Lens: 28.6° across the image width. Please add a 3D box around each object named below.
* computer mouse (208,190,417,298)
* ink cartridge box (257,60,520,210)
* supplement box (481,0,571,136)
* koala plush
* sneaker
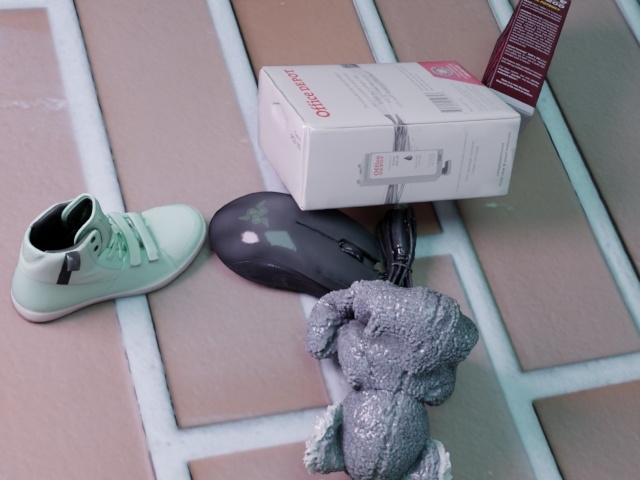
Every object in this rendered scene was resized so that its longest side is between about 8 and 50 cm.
[{"bbox_3d":[0.000,0.000,1.544,0.272,0.072,0.189,13,57,-12],"label":"computer mouse"},{"bbox_3d":[0.079,-0.140,1.593,0.283,0.117,0.207,-5,30,-18],"label":"ink cartridge box"},{"bbox_3d":[0.270,-0.232,1.748,0.073,0.130,0.239,24,55,0],"label":"supplement box"},{"bbox_3d":[0.074,0.174,1.401,0.196,0.203,0.221,21,70,-11],"label":"koala plush"},{"bbox_3d":[-0.228,-0.004,1.436,0.256,0.151,0.094,-26,67,-31],"label":"sneaker"}]
